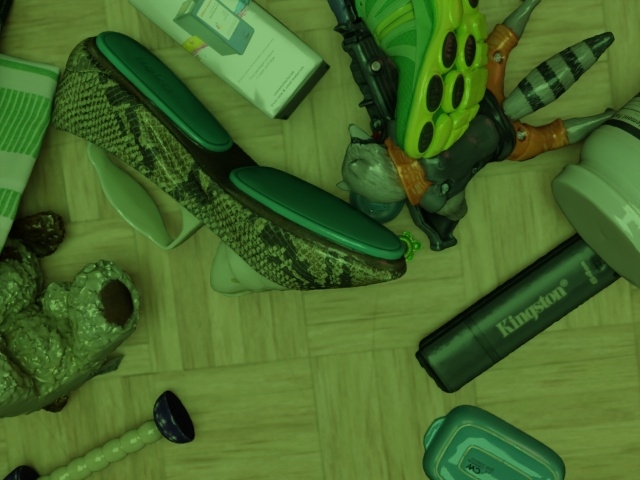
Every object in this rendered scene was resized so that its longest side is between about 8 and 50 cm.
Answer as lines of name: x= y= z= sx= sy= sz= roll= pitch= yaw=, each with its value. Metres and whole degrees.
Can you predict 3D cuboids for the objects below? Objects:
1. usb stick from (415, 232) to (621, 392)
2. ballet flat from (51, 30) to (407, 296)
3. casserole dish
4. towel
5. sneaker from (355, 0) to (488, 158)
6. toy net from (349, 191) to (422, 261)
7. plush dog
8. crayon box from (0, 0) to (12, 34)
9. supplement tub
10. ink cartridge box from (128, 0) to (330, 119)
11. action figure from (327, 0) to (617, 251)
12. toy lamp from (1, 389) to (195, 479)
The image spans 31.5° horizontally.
usb stick: x=0.242 y=0.083 z=1.371 sx=0.278 sy=0.045 sz=0.077 roll=-35 pitch=91 yaw=5
ballet flat: x=-0.124 y=-0.050 z=1.312 sx=0.483 sy=0.164 sz=0.182 roll=37 pitch=111 yaw=16
casserole dish: x=0.214 y=0.283 z=1.395 sx=0.188 sy=0.037 sz=0.114 roll=30 pitch=95 yaw=2
towel: x=-0.463 y=-0.093 z=1.329 sx=0.248 sy=0.038 sz=0.325 roll=14 pitch=66 yaw=3
sneaker: x=0.105 y=-0.231 z=1.212 sx=0.123 sy=0.109 sz=0.295 roll=-4 pitch=83 yaw=43
toy net: x=0.000 y=0.000 z=1.382 sx=0.232 sy=0.045 sz=0.122 roll=-19 pitch=97 yaw=7
plush dog: x=-0.373 y=0.090 z=1.366 sx=0.262 sy=0.210 sz=0.225 roll=-32 pitch=77 yaw=-22
crayon box: x=-0.545 y=-0.255 z=1.332 sx=0.318 sy=0.081 sz=0.202 roll=9 pitch=66 yaw=3
supplement tub: x=0.413 y=-0.092 z=1.257 sx=0.272 sy=0.191 sz=0.191 roll=-41 pitch=91 yaw=-3
ink cartridge box: x=-0.100 y=-0.238 z=1.310 sx=0.212 sy=0.154 sz=0.093 roll=41 pitch=97 yaw=-1
action figure: x=0.149 y=-0.168 z=1.282 sx=0.330 sy=0.178 sz=0.341 roll=-35 pitch=105 yaw=-12
toy lamp: x=-0.292 y=0.278 z=1.405 sx=0.275 sy=0.080 sz=0.080 roll=-30 pitch=92 yaw=5
